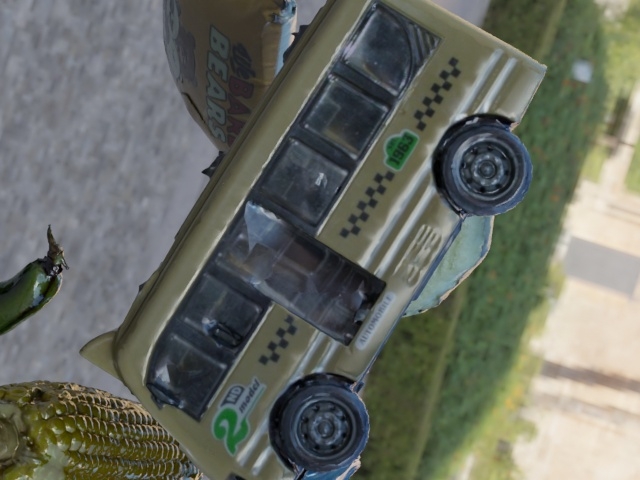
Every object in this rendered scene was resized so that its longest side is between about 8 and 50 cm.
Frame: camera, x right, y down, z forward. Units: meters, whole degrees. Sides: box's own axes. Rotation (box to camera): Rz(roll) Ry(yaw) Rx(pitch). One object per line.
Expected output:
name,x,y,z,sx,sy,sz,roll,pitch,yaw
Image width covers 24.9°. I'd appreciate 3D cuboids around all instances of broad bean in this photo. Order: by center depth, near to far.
broad bean,-0.273,0.047,1.091,0.039,0.227,0.069,16,62,-56

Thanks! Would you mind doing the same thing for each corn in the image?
corn,-0.181,0.165,1.134,0.262,0.097,0.097,25,83,-59

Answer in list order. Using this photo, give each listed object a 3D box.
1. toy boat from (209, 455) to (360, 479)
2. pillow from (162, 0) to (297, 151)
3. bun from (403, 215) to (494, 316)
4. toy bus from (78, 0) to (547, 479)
toy boat,-0.073,0.228,1.148,0.238,0.098,0.109,-49,164,-13
pillow,-0.113,-0.243,1.757,0.119,0.312,0.310,-14,136,-23
bun,0.055,-0.029,1.243,0.118,0.196,0.195,-85,-173,-56
toy bus,0.000,0.000,1.041,0.365,0.202,0.177,-58,-179,-2
